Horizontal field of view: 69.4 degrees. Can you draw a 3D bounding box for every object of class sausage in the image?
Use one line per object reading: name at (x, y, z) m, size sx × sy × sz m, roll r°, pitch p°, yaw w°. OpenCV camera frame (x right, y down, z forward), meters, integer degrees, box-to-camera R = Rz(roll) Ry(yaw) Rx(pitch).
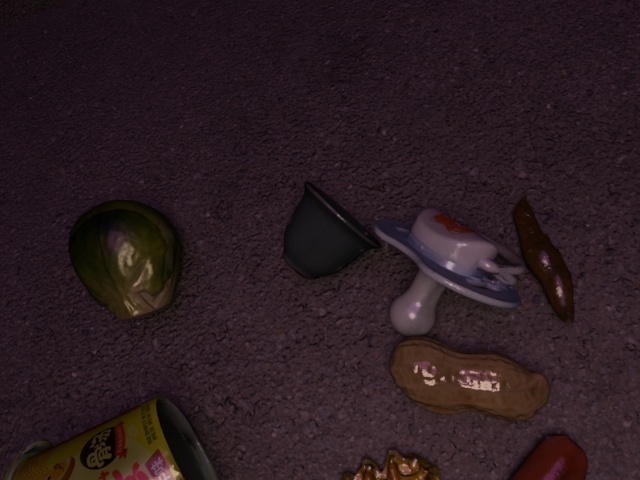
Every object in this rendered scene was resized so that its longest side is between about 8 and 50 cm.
sausage at (0.329, 0.379, 0.703) m, size 0.194 × 0.077 × 0.077 m, roll -44°, pitch 62°, yaw -8°

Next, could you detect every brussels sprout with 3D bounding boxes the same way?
brussels sprout at (-0.408, 0.039, 0.989) m, size 0.220 × 0.210 × 0.271 m, roll -25°, pitch 76°, yaw 6°

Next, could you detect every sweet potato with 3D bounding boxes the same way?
sweet potato at (0.413, 0.026, 0.865) m, size 0.067 × 0.067 × 0.273 m, roll -13°, pitch 60°, yaw 8°

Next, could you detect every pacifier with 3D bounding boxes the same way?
pacifier at (0.209, 0.076, 0.840) m, size 0.232 × 0.244 × 0.299 m, roll -62°, pitch 37°, yaw 15°

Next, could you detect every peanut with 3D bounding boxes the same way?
peanut at (0.242, 0.238, 0.776) m, size 0.257 × 0.123 × 0.123 m, roll 12°, pitch 67°, yaw 12°

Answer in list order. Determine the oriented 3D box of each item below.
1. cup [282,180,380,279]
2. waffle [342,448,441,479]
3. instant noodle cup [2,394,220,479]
cup at (0.000, 0.000, 0.931) m, size 0.150 × 0.199 × 0.199 m, roll -49°, pitch 62°, yaw 8°
waffle at (0.133, 0.478, 0.707) m, size 0.281 × 0.060 × 0.262 m, roll 24°, pitch 72°, yaw 23°
instant noodle cup at (-0.302, 0.406, 0.736) m, size 0.222 × 0.311 × 0.311 m, roll -32°, pitch 60°, yaw -14°
